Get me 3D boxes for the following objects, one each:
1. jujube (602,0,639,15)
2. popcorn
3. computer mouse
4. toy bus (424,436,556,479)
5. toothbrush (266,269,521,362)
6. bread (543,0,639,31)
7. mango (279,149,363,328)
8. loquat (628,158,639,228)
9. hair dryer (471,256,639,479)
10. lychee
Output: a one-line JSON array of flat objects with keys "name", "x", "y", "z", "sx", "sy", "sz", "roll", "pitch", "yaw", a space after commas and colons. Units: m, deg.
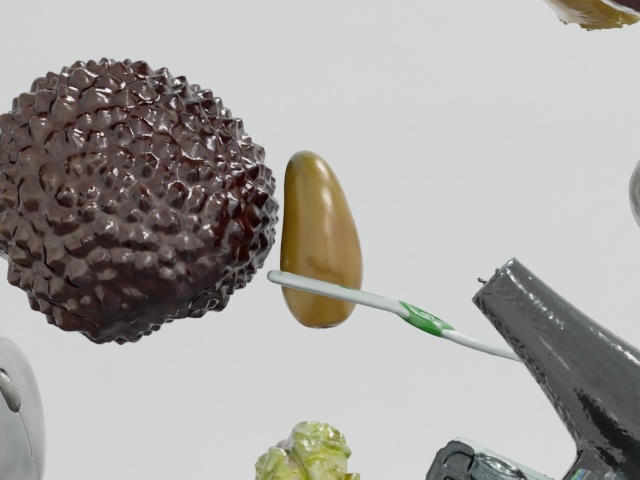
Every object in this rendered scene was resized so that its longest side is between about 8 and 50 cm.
[{"name": "jujube", "x": 0.362, "y": -0.307, "z": 1.560, "sx": 0.255, "sy": 0.190, "sz": 0.190, "roll": -8, "pitch": 12, "yaw": -17}, {"name": "popcorn", "x": -0.016, "y": 0.276, "z": 1.921, "sx": 0.126, "sy": 0.126, "sz": 0.145, "roll": -11, "pitch": -1, "yaw": -23}, {"name": "computer mouse", "x": -0.432, "y": 0.274, "z": 2.161, "sx": 0.121, "sy": 0.296, "sz": 0.184, "roll": 18, "pitch": 26, "yaw": 20}, {"name": "toy bus", "x": 0.151, "y": 0.196, "z": 1.040, "sx": 0.194, "sy": 0.087, "sz": 0.089, "roll": 24, "pitch": 7, "yaw": 4}, {"name": "toothbrush", "x": 0.092, "y": 0.076, "z": 1.567, "sx": 0.304, "sy": 0.030, "sz": 0.030, "roll": 15, "pitch": 14, "yaw": 7}, {"name": "bread", "x": 0.304, "y": -0.320, "z": 1.962, "sx": 0.134, "sy": 0.085, "sz": 0.173, "roll": 14, "pitch": -9, "yaw": 37}, {"name": "mango", "x": 0.000, "y": 0.000, "z": 1.663, "sx": 0.085, "sy": 0.184, "sz": 0.102, "roll": -3, "pitch": 6, "yaw": -10}, {"name": "loquat", "x": 0.490, "y": -0.066, "z": 2.123, "sx": 0.179, "sy": 0.179, "sz": 0.227, "roll": -1, "pitch": -3, "yaw": 12}, {"name": "hair dryer", "x": 0.140, "y": 0.164, "z": 1.137, "sx": 0.272, "sy": 0.235, "sz": 0.091, "roll": -44, "pitch": -4, "yaw": -21}, {"name": "lychee", "x": -0.200, "y": -0.040, "z": 1.737, "sx": 0.306, "sy": 0.330, "sz": 0.306, "roll": -26, "pitch": 25, "yaw": 13}]
